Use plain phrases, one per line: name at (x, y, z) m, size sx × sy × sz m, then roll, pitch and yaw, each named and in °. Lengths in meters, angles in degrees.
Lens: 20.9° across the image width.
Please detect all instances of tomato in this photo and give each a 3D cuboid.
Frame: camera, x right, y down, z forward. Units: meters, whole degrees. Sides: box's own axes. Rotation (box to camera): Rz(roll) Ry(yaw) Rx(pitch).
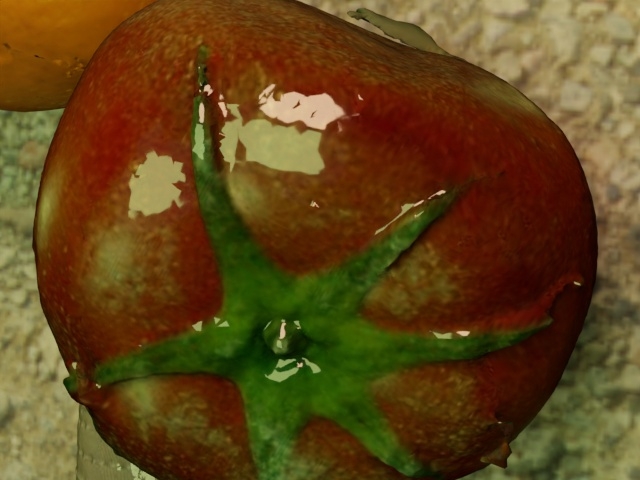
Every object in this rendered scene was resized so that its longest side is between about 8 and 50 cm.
tomato at (0.000, 0.000, 0.940) m, size 0.303 × 0.239 × 0.304 m, roll 4°, pitch 120°, yaw 7°

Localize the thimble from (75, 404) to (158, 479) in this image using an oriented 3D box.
thimble at (-0.098, 0.144, 1.080) m, size 0.115 × 0.102 × 0.090 m, roll 6°, pitch 97°, yaw 53°

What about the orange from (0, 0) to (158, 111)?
orange at (-0.169, -0.199, 1.015) m, size 0.246 × 0.246 × 0.246 m, roll 2°, pitch 94°, yaw 24°
